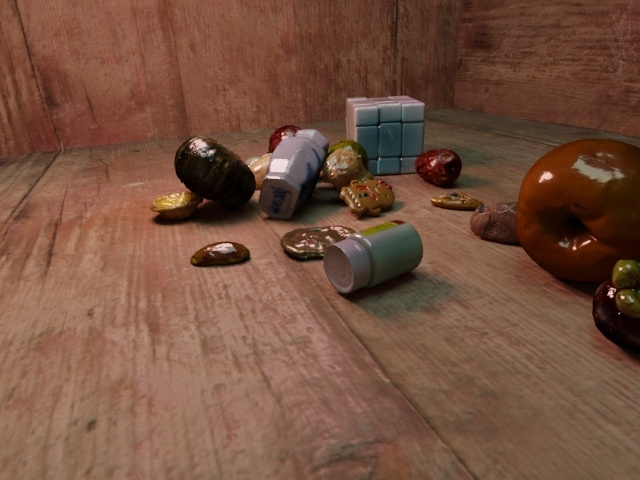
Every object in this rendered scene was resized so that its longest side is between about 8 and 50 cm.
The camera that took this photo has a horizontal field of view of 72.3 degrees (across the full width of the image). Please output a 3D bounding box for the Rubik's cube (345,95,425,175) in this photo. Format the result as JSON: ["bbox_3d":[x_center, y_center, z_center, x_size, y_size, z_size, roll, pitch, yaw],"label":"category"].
[{"bbox_3d":[0.292,-0.498,2.061,0.317,0.321,0.318,-3,25,-4],"label":"Rubik's cube"}]

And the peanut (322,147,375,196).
[{"bbox_3d":[0.117,-0.240,1.661,0.110,0.233,0.196,-25,16,49],"label":"peanut"}]

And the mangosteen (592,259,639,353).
[{"bbox_3d":[0.591,0.123,0.795,0.166,0.180,0.166,-16,48,18],"label":"mangosteen"}]

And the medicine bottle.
[{"bbox_3d":[0.132,0.038,1.080,0.226,0.139,0.139,-18,28,-31],"label":"medicine bottle"}]

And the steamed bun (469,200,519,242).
[{"bbox_3d":[0.545,-0.065,1.314,0.175,0.106,0.145,9,26,30],"label":"steamed bun"}]

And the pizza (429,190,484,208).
[{"bbox_3d":[0.513,-0.152,1.600,0.185,0.036,0.176,13,28,31],"label":"pizza"}]

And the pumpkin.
[{"bbox_3d":[-0.379,-0.247,1.596,0.192,0.320,0.320,-49,30,3],"label":"pumpkin"}]

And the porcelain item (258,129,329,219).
[{"bbox_3d":[-0.097,-0.255,1.638,0.179,0.242,0.405,23,40,3],"label":"porcelain item"}]

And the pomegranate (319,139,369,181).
[{"bbox_3d":[0.087,-0.307,1.843,0.246,0.198,0.198,-32,12,26],"label":"pomegranate"}]

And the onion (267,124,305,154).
[{"bbox_3d":[-0.124,-0.438,2.110,0.281,0.281,0.221,-22,74,-37],"label":"onion"}]

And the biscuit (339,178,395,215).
[{"bbox_3d":[0.178,-0.159,1.557,0.226,0.036,0.165,-14,58,-31],"label":"biscuit"}]

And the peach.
[{"bbox_3d":[0.645,-0.075,1.044,0.302,0.342,0.343,-22,30,-32],"label":"peach"}]

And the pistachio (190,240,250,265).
[{"bbox_3d":[-0.288,0.031,1.251,0.173,0.049,0.089,-4,23,-3],"label":"pistachio"}]

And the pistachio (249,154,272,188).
[{"bbox_3d":[-0.221,-0.296,1.892,0.201,0.117,0.145,-32,71,-33],"label":"pistachio"}]

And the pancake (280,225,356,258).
[{"bbox_3d":[0.000,-0.001,1.303,0.237,0.042,0.222,6,27,21],"label":"pancake"}]

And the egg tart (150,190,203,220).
[{"bbox_3d":[-0.520,-0.125,1.596,0.192,0.074,0.191,-3,24,1],"label":"egg tart"}]

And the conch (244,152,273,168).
[{"bbox_3d":[-0.281,-0.329,2.004,0.154,0.102,0.135,-16,-3,-15],"label":"conch"}]

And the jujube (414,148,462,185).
[{"bbox_3d":[0.489,-0.311,1.837,0.155,0.155,0.230,-7,15,-10],"label":"jujube"}]

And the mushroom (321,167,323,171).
[{"bbox_3d":[-0.055,-0.314,1.940,0.109,0.097,0.351,-22,10,42],"label":"mushroom"}]
